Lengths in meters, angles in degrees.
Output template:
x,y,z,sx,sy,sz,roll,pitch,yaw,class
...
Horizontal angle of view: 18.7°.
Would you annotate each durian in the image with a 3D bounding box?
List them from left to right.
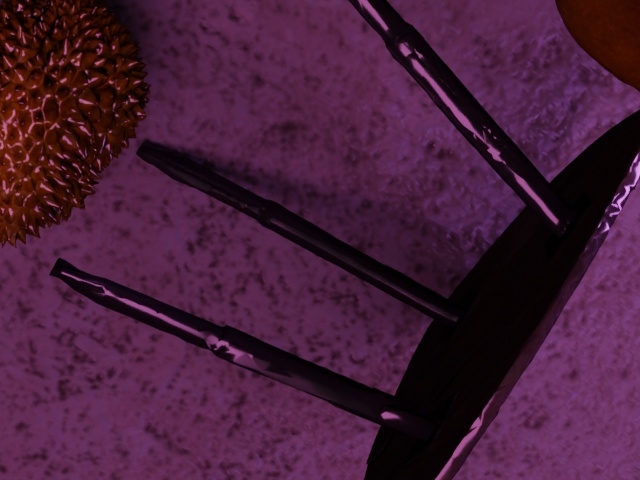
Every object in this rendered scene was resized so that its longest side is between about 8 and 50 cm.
x,y,z,sx,sy,sz,roll,pitch,yaw,class
-0.177,-0.087,1.225,0.137,0.158,0.168,16,119,-24,durian

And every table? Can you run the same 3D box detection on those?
x,y,z,sx,sy,sz,roll,pitch,yaw,class
0.000,0.000,1.177,0.249,0.317,0.317,34,117,-5,table

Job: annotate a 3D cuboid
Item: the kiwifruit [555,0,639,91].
x,y,z,sx,sy,sz,roll,pitch,yaw,class
0.250,-0.184,1.125,0.196,0.196,0.234,29,116,-13,kiwifruit
